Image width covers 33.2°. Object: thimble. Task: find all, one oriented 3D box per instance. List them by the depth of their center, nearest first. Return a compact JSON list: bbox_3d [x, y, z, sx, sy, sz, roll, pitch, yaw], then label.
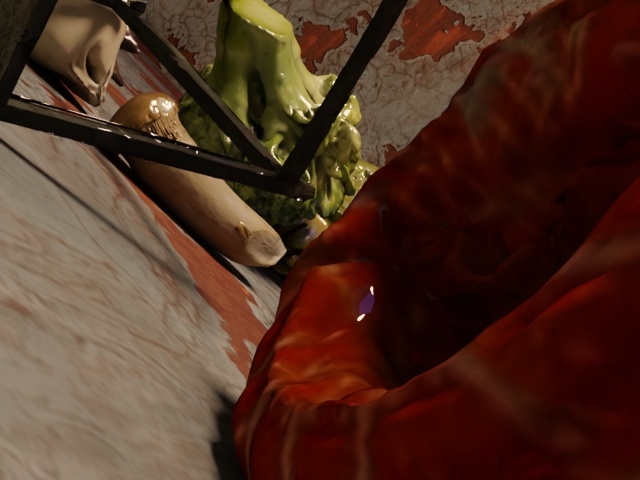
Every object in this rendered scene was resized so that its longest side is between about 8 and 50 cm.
[{"bbox_3d":[0.137,0.050,0.480,0.230,0.350,0.350,45,2,-15],"label":"thimble"}]

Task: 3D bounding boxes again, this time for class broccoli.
[{"bbox_3d":[-0.059,-0.153,1.183,0.288,0.245,0.248,36,41,27],"label":"broccoli"}]

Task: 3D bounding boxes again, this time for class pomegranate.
[{"bbox_3d":[0.013,0.004,1.327,0.190,0.159,0.241,24,26,-10],"label":"pomegranate"}]

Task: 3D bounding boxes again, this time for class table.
[{"bbox_3d":[-0.131,-0.224,0.764,0.272,0.222,0.335,12,27,-43],"label":"table"}]

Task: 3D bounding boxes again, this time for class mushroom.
[{"bbox_3d":[-0.112,-0.046,0.976,0.084,0.071,0.209,-8,-50,52],"label":"mushroom"}]

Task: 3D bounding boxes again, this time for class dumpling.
[{"bbox_3d":[-0.250,-0.224,1.014,0.136,0.118,0.199,32,-45,55],"label":"dumpling"}]

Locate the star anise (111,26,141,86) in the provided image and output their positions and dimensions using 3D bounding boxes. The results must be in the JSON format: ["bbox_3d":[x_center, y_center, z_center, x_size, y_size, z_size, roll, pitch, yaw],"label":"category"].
[{"bbox_3d":[-0.266,-0.287,1.124,0.272,0.103,0.272,53,-27,42],"label":"star anise"}]
